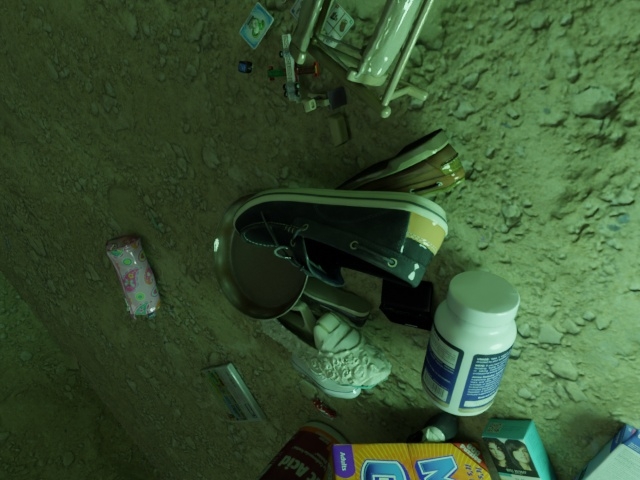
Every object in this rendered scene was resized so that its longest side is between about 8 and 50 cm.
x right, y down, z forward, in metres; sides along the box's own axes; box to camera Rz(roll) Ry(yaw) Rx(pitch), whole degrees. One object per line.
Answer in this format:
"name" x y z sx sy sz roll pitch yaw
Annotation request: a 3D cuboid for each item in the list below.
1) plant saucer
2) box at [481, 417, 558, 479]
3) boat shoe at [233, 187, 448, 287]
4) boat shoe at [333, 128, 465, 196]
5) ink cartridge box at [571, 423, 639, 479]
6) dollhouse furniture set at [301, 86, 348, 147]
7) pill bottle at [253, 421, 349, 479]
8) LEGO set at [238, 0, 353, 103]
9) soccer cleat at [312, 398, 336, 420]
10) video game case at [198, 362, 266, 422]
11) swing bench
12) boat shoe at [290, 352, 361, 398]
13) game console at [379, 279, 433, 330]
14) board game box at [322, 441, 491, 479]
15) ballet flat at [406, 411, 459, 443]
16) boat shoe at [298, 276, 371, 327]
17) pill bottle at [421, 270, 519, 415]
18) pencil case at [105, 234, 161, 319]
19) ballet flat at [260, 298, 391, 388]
"plant saucer" -0.139 0.037 1.290 0.311 0.050 0.310 3 95 36
"box" 0.448 0.505 1.150 0.100 0.060 0.244 -15 106 44
"boat shoe" 0.000 0.000 1.020 0.500 0.156 0.187 4 162 40
"boat shoe" 0.127 -0.096 0.999 0.307 0.111 0.104 -21 106 50
"ink cartridge box" 0.607 0.472 0.993 0.186 0.065 0.311 31 135 22
"dollhouse furniture set" -0.002 -0.237 1.050 0.081 0.091 0.114 19 132 50
"pill bottle" -0.082 0.727 1.498 0.224 0.392 0.224 21 128 29
"LEGO set" -0.060 -0.391 1.028 0.182 0.060 0.244 48 125 5
"soccer cleat" 0.009 0.494 1.538 0.083 0.029 0.035 28 127 18
"video game case" -0.310 0.532 1.835 0.206 0.026 0.227 -24 101 46
"swing bench" 0.082 -0.371 0.805 0.255 0.165 0.253 37 129 17
"boat shoe" 0.005 0.340 1.401 0.226 0.083 0.075 18 128 32
"game console" 0.198 0.139 1.162 0.122 0.071 0.107 8 151 38
"board game box" 0.191 0.710 1.182 0.356 0.356 0.356 2 128 -8
"ballet flat" 0.265 0.485 1.286 0.074 0.074 0.203 43 136 11
"boat shoe" 0.021 0.148 1.273 0.206 0.075 0.065 23 129 21
"pill bottle" 0.288 0.198 1.021 0.153 0.153 0.264 24 130 27
"pencil case" -0.623 0.121 1.769 0.124 0.124 0.284 12 122 35
"ballet flat" -0.017 0.219 1.266 0.409 0.147 0.147 18 127 42
